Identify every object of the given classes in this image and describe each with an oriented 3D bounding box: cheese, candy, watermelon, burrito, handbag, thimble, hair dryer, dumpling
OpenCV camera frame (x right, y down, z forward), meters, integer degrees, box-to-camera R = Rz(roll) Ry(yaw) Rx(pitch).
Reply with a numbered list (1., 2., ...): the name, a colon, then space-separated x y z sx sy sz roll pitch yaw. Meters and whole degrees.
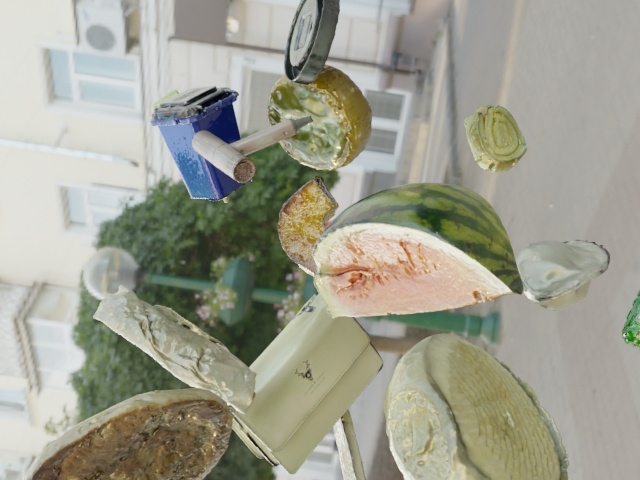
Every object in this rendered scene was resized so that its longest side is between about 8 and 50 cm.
1. cheese: 0.087 0.584 1.971 0.085 0.034 0.400 112 153 -48
2. candy: -0.002 -0.283 1.955 0.118 0.260 0.260 -48 -23 -38
3. watermelon: 0.084 0.000 1.008 0.303 0.128 0.159 -11 72 46
4. burrito: -0.297 0.225 1.806 0.117 0.392 0.076 -54 -10 -26
5. handbag: -0.046 0.326 1.971 0.358 0.237 0.160 -47 27 -22
6. thimble: 0.534 0.125 1.336 0.118 0.090 0.130 -66 -16 8
7. hair dryer: -0.132 -0.217 1.737 0.195 0.220 0.054 35 153 49
8. dumpling: 0.457 0.058 1.585 0.142 0.172 0.247 58 -163 -12

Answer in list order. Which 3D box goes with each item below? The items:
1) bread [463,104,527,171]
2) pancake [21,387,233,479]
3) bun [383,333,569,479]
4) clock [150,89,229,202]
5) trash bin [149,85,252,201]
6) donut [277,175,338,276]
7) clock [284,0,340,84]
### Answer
1. bread: 0.384 -0.227 1.873 0.064 0.117 0.156 130 129 -60
2. pancake: -0.294 0.355 1.302 0.065 0.356 0.356 46 143 37
3. bun: 0.249 0.351 1.477 0.202 0.364 0.364 -43 21 30
4. clock: -0.321 -0.239 2.231 0.308 0.096 0.235 55 175 0
5. trash bin: -0.250 -0.217 1.896 0.162 0.184 0.235 -36 -62 -39
6. donut: -0.006 -0.002 1.787 0.259 0.152 0.101 59 171 27
7. clock: -0.019 -0.430 1.766 0.215 0.042 0.215 -167 90 -70
